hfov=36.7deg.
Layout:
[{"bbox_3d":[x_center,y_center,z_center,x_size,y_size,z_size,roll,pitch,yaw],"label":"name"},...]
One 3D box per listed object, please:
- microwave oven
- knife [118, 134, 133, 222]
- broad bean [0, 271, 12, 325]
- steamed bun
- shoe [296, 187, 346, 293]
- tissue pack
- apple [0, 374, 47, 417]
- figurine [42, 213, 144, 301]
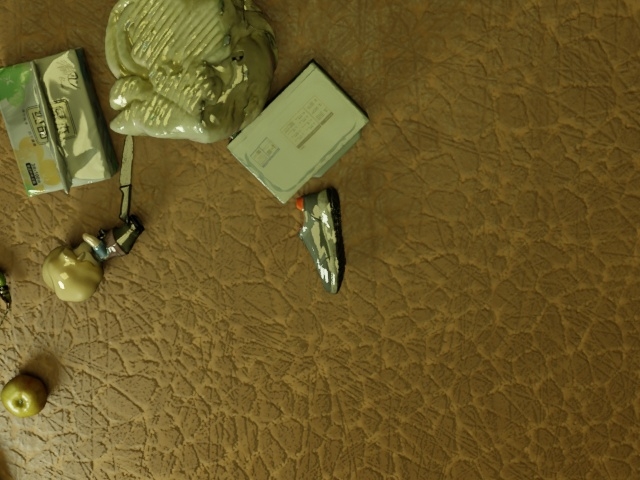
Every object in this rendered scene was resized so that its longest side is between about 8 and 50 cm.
[{"bbox_3d":[-0.037,-0.190,1.664,0.208,0.122,0.162,-43,101,10],"label":"microwave oven"},{"bbox_3d":[-0.350,-0.115,1.737,0.023,0.010,0.170,5,103,-8],"label":"knife"},{"bbox_3d":[-0.698,0.041,1.737,0.318,0.056,0.098,29,66,-5],"label":"broad bean"},{"bbox_3d":[-0.206,-0.292,1.607,0.280,0.207,0.267,5,91,25],"label":"steamed bun"},{"bbox_3d":[0.000,0.002,1.744,0.077,0.074,0.194,-3,102,12],"label":"shoe"},{"bbox_3d":[-0.459,-0.198,1.645,0.159,0.145,0.229,-13,103,3],"label":"tissue pack"},{"bbox_3d":[-0.556,0.293,1.804,0.084,0.071,0.083,0,105,0],"label":"apple"},{"bbox_3d":[-0.406,0.024,1.720,0.196,0.114,0.108,-42,101,5],"label":"figurine"}]
